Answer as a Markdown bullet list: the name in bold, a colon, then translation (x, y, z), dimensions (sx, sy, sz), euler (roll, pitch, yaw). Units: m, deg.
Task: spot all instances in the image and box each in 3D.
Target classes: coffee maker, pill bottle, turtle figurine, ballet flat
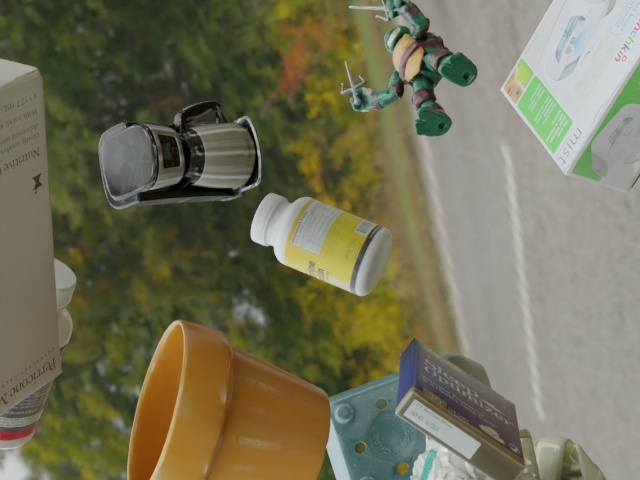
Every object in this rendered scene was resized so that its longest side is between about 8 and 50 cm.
- **coffee maker**: translation (-0.189, -0.090, 1.864), dimensions (0.171, 0.178, 0.120), euler (-49, 57, 41)
- **pill bottle**: translation (0.000, 0.000, 2.040), dimensions (0.103, 0.184, 0.103), euler (-57, -20, -33)
- **turtle figurine**: translation (0.114, -0.236, 1.898), dimensions (0.234, 0.118, 0.175), euler (-128, 40, -51)
- **ballet flat**: translation (0.247, 0.282, 1.653), dimensions (0.409, 0.147, 0.147), euler (15, -134, -48)
- **pill bottle**: translation (-0.530, 0.184, 2.498), dimensions (0.176, 0.176, 0.318), euler (-112, 42, -61)

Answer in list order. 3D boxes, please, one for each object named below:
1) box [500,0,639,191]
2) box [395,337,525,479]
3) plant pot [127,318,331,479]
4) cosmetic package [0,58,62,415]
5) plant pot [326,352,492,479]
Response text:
- **box**: translation (0.403, -0.241, 2.014), dimensions (0.262, 0.127, 0.231), euler (-60, 32, 27)
- **box**: translation (0.144, 0.171, 1.524), dimensions (0.136, 0.036, 0.225), euler (34, -169, -4)
- **plant pot**: translation (-0.098, 0.210, 1.639), dimensions (0.205, 0.188, 0.205), euler (-164, 90, -74)
- **cosmetic package**: translation (-0.409, 0.011, 1.562), dimensions (0.217, 0.156, 0.385), euler (-39, -43, -48)
- **plant pot**: translation (0.127, 0.291, 1.996), dimensions (0.252, 0.247, 0.248), euler (50, -159, -66)
